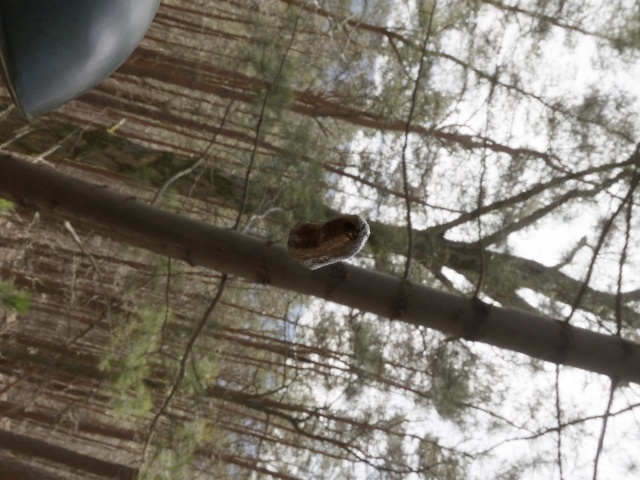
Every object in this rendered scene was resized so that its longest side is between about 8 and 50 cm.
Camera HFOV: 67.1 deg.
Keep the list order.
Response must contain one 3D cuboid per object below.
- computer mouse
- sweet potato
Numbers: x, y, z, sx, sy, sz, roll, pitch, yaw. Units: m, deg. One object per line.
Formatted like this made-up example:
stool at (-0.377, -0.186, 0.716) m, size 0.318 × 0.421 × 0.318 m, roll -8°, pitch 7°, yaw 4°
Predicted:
computer mouse at (-0.146, -0.261, 0.357) m, size 0.167 × 0.090 × 0.379 m, roll 167°, pitch -63°, yaw -67°
sweet potato at (-0.001, 0.001, 0.476) m, size 0.053 × 0.054 × 0.182 m, roll -54°, pitch -170°, yaw -12°
